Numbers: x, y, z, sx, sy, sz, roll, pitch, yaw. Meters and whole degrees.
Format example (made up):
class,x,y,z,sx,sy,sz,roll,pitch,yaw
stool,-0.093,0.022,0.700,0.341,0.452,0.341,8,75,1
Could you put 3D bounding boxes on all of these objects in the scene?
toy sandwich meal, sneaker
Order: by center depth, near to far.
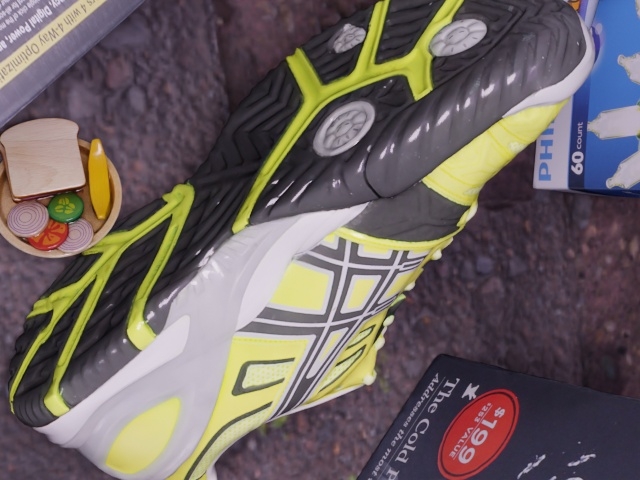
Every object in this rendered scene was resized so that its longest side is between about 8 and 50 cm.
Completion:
class,x,y,z,sx,sy,sz,roll,pitch,yaw
sneaker,0.000,0.000,0.786,0.385,0.145,0.147,-37,124,14
toy sandwich meal,-0.155,-0.032,0.790,0.086,0.029,0.085,2,70,-4

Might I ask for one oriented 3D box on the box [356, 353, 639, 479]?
class,x,y,z,sx,sy,sz,roll,pitch,yaw
box,0.117,0.266,0.799,0.179,0.312,0.343,40,76,-22

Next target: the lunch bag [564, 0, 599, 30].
class,x,y,z,sx,sy,sz,roll,pitch,yaw
lunch bag,0.138,-0.258,0.782,0.115,0.303,0.243,17,63,9

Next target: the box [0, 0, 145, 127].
class,x,y,z,sx,sy,sz,roll,pitch,yaw
box,-0.182,-0.243,0.644,0.318,0.097,0.395,54,39,-17

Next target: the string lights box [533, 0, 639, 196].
class,x,y,z,sx,sy,sz,roll,pitch,yaw
string lights box,0.246,-0.093,0.872,0.077,0.260,0.133,4,90,-27
